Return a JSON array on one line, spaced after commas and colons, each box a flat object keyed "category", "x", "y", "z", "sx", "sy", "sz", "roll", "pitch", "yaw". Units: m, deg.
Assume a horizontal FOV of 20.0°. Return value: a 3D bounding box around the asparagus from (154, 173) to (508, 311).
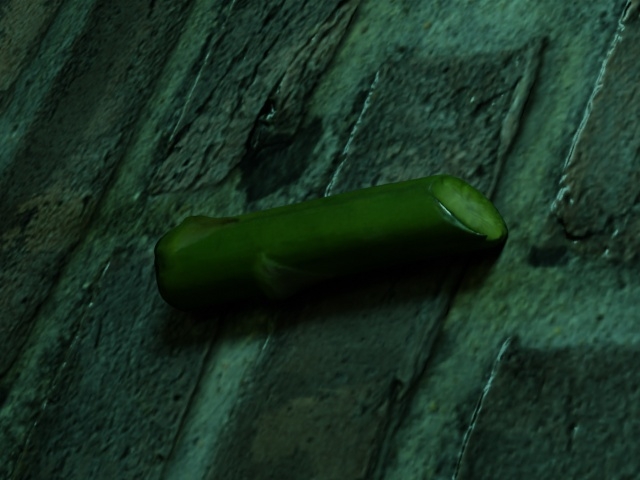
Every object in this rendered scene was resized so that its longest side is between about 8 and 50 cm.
[{"category": "asparagus", "x": -0.001, "y": -0.001, "z": 1.222, "sx": 0.278, "sy": 0.060, "sz": 0.067, "roll": -14, "pitch": 39, "yaw": 34}]
